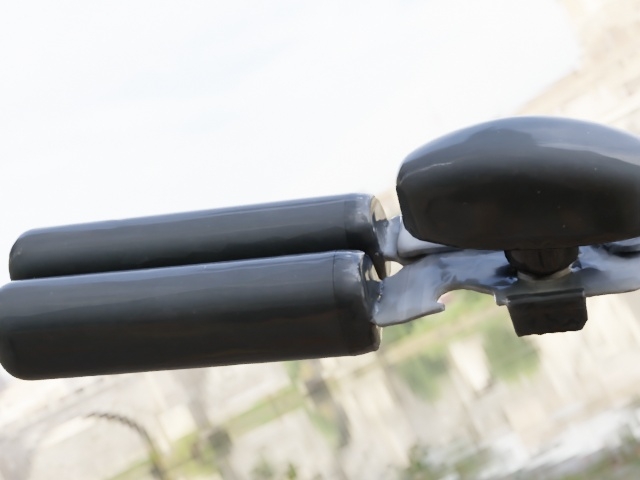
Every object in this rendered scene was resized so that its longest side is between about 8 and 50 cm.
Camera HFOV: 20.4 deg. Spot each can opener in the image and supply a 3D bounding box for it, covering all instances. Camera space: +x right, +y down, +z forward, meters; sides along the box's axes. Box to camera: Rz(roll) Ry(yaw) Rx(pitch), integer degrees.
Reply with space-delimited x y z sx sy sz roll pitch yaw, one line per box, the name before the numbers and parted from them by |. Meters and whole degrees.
can opener | 0.000 0.000 0.703 0.280 0.093 0.074 -9 34 16
